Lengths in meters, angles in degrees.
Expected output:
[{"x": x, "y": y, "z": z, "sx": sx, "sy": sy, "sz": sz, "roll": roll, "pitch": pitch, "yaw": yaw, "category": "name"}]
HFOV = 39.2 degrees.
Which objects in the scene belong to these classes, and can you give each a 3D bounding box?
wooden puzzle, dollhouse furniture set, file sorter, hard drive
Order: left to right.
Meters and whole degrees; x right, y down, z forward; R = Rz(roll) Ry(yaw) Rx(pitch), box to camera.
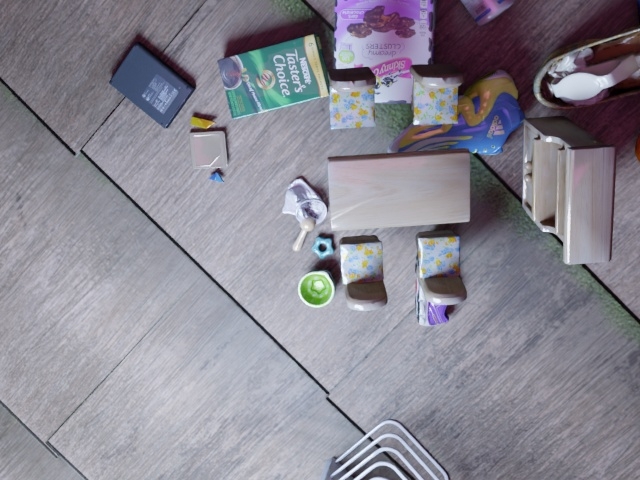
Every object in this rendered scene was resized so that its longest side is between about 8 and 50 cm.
[{"x": -0.306, "y": -0.282, "z": 1.632, "sx": 0.135, "sy": 0.022, "sz": 0.094, "roll": 39, "pitch": 107, "yaw": 1, "category": "hard drive"}, {"x": -0.204, "y": -0.167, "z": 1.642, "sx": 0.079, "sy": 0.014, "sz": 0.116, "roll": 6, "pitch": 103, "yaw": 15, "category": "wooden puzzle"}, {"x": 0.115, "y": 0.466, "z": 1.584, "sx": 0.173, "sy": 0.277, "sz": 0.193, "roll": -42, "pitch": 91, "yaw": 13, "category": "file sorter"}, {"x": 0.211, "y": -0.075, "z": 1.370, "sx": 0.394, "sy": 0.256, "sz": 0.362, "roll": -4, "pitch": 109, "yaw": -1, "category": "dollhouse furniture set"}]

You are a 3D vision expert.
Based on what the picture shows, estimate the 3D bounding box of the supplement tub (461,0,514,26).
[{"x": 0.258, "y": -0.410, "z": 1.460, "sx": 0.071, "sy": 0.071, "sz": 0.107, "roll": -34, "pitch": 94, "yaw": 17, "category": "supplement tub"}]

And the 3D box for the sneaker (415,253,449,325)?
[{"x": 0.205, "y": 0.070, "z": 1.594, "sx": 0.071, "sy": 0.068, "sz": 0.170, "roll": -2, "pitch": 111, "yaw": -3, "category": "sneaker"}]

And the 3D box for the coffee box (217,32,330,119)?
[{"x": -0.079, "y": -0.286, "z": 1.574, "sx": 0.184, "sy": 0.040, "sz": 0.113, "roll": -11, "pitch": 100, "yaw": 14, "category": "coffee box"}]

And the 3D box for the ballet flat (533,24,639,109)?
[{"x": 0.478, "y": -0.268, "z": 1.353, "sx": 0.348, "sy": 0.123, "sz": 0.123, "roll": -10, "pitch": 102, "yaw": 42, "category": "ballet flat"}]

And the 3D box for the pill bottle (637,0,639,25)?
[{"x": 0.544, "y": -0.360, "z": 1.399, "sx": 0.094, "sy": 0.094, "sz": 0.169, "roll": -7, "pitch": 101, "yaw": 13, "category": "pill bottle"}]

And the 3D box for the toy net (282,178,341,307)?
[{"x": 0.000, "y": 0.000, "z": 1.620, "sx": 0.122, "sy": 0.045, "sz": 0.232, "roll": -13, "pitch": 99, "yaw": 15, "category": "toy net"}]

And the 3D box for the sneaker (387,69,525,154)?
[{"x": 0.235, "y": -0.176, "z": 1.508, "sx": 0.240, "sy": 0.091, "sz": 0.126, "roll": -32, "pitch": 95, "yaw": 16, "category": "sneaker"}]

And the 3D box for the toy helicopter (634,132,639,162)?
[{"x": 0.662, "y": -0.105, "z": 1.365, "sx": 0.235, "sy": 0.140, "sz": 0.355, "roll": -27, "pitch": 68, "yaw": 1, "category": "toy helicopter"}]

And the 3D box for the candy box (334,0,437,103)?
[{"x": 0.109, "y": -0.330, "z": 1.509, "sx": 0.165, "sy": 0.070, "sz": 0.196, "roll": 3, "pitch": 102, "yaw": 11, "category": "candy box"}]
